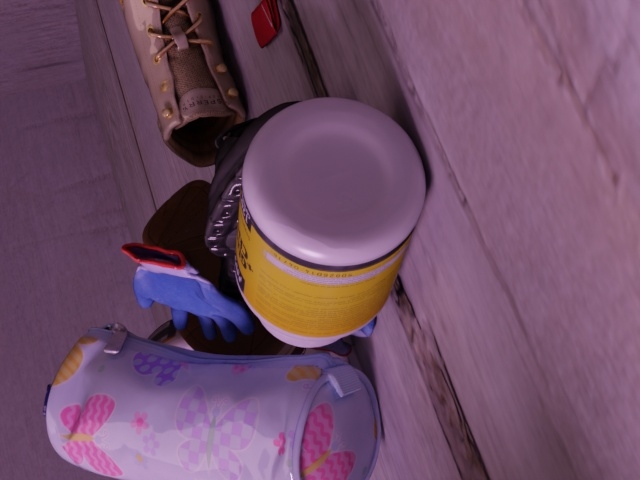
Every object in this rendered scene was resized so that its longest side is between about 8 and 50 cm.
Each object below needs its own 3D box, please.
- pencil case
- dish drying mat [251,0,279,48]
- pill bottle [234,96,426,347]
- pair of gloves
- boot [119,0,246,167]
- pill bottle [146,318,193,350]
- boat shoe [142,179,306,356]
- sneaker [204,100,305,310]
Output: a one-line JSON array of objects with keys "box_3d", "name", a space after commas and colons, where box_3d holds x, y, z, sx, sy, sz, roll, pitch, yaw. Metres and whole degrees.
[{"box_3d": [-0.087, 0.138, 1.005, 0.273, 0.113, 0.124, 5, 82, 36], "name": "pencil case"}, {"box_3d": [-0.044, -0.174, 1.023, 0.083, 0.008, 0.032, 179, 77, -78], "name": "dish drying mat"}, {"box_3d": [0.000, 0.000, 0.780, 0.184, 0.103, 0.103, 103, 151, -65], "name": "pill bottle"}, {"box_3d": [-0.053, 0.050, 0.955, 0.159, 0.198, 0.023, 69, -145, -66], "name": "pair of gloves"}, {"box_3d": [-0.135, -0.205, 1.198, 0.262, 0.095, 0.203, 96, 158, -62], "name": "boot"}, {"box_3d": [-0.128, 0.163, 1.399, 0.278, 0.162, 0.162, -147, 44, -84], "name": "pill bottle"}, {"box_3d": [-0.072, 0.053, 1.217, 0.123, 0.123, 0.342, 49, 177, -29], "name": "boat shoe"}, {"box_3d": [-0.042, -0.042, 0.948, 0.286, 0.109, 0.130, 115, 148, -67], "name": "sneaker"}]
